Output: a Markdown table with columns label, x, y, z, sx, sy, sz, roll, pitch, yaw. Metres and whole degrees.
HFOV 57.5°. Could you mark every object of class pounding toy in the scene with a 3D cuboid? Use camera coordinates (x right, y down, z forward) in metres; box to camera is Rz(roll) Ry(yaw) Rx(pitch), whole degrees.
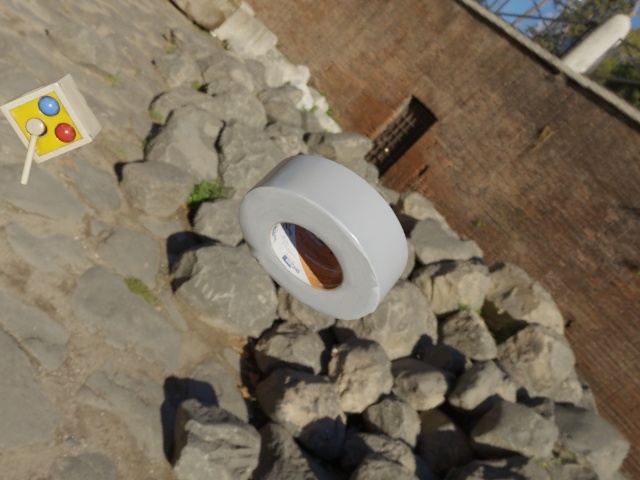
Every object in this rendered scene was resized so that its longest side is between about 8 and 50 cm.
| label | x | y | z | sx | sy | sz | roll | pitch | yaw |
| --- | --- | --- | --- | --- | --- | --- | --- | --- | --- |
| pounding toy | -0.478 | -0.193 | 1.015 | 0.100 | 0.141 | 0.130 | -97 | 165 | -62 |

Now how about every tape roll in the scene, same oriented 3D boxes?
| label | x | y | z | sx | sy | sz | roll | pitch | yaw |
| --- | --- | --- | --- | --- | --- | --- | --- | --- | --- |
| tape roll | 0.000 | 0.000 | 0.752 | 0.219 | 0.219 | 0.072 | 45 | 58 | -3 |
